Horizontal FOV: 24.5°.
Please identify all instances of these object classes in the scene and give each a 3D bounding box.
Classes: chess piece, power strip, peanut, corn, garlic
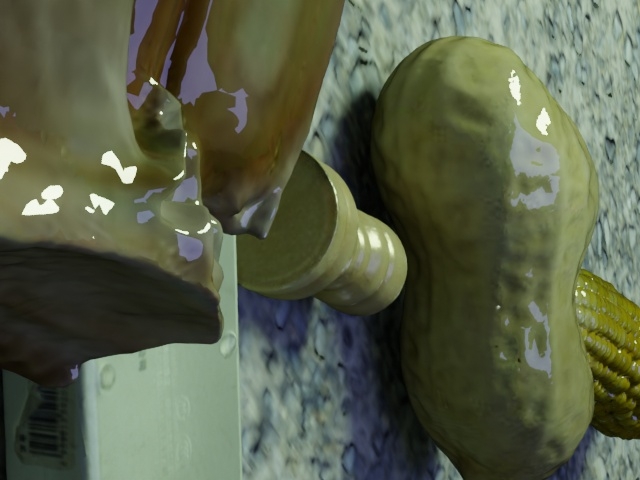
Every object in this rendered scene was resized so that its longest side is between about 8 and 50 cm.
[{"bbox_3d":[0.000,0.000,0.675,0.122,0.066,0.066,25,71,-66],"label":"chess piece"},{"bbox_3d":[-0.070,0.102,0.553,0.106,0.043,0.367,-8,98,-61],"label":"power strip"},{"bbox_3d":[0.095,0.017,0.805,0.125,0.111,0.274,-31,124,-42],"label":"peanut"},{"bbox_3d":[0.188,0.076,1.015,0.320,0.097,0.097,31,66,-58],"label":"corn"},{"bbox_3d":[-0.090,-0.130,0.395,0.279,0.132,0.325,20,69,-60],"label":"garlic"}]
